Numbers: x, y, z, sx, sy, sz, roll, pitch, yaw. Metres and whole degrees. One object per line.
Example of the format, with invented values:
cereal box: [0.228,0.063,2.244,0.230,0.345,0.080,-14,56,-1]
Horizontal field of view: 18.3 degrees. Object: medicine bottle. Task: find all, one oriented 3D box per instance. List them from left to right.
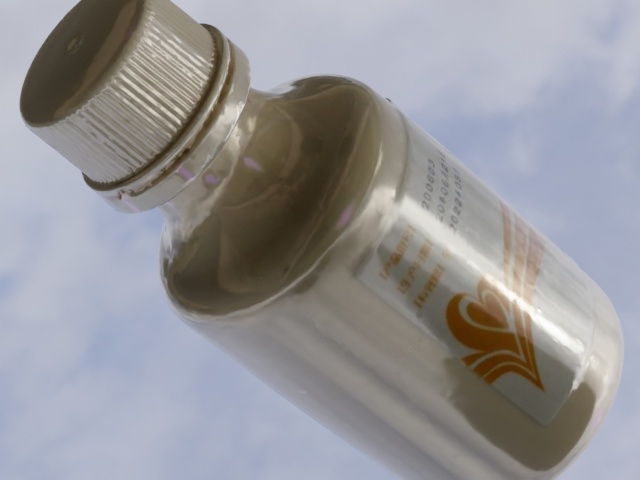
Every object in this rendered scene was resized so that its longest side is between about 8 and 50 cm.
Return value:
medicine bottle: [0.000,0.000,0.747,0.114,0.252,0.114,-34,-145,28]
